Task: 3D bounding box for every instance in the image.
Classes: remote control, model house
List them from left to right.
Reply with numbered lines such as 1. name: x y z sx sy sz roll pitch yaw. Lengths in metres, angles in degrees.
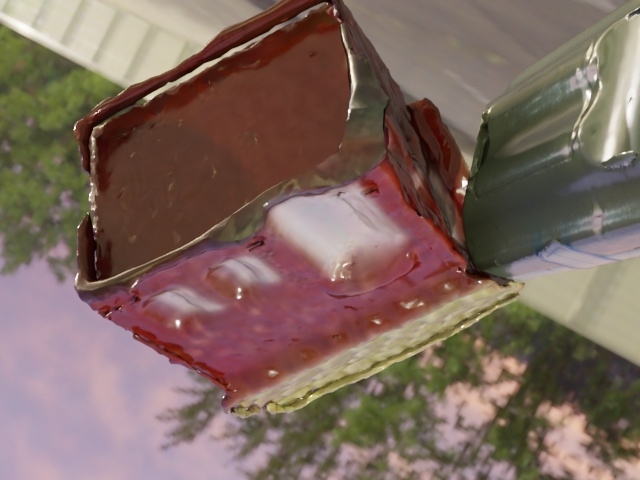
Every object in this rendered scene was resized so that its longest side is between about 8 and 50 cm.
1. model house: 0.000 0.000 0.758 0.254 0.196 0.160 45 -157 -48
2. remote control: 0.142 -0.057 0.597 0.065 0.128 0.335 17 171 -10
